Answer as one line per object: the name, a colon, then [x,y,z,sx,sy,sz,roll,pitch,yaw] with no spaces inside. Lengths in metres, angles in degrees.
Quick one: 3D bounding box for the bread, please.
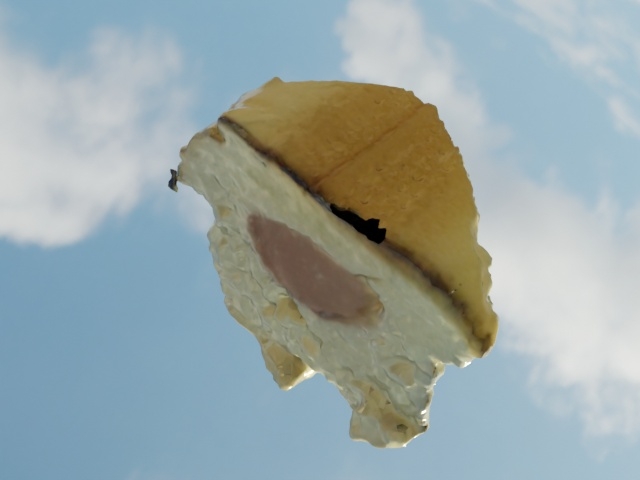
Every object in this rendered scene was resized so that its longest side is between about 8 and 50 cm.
bread: [-0.006,0.007,0.803,0.211,0.183,0.224,10,-132,-8]
